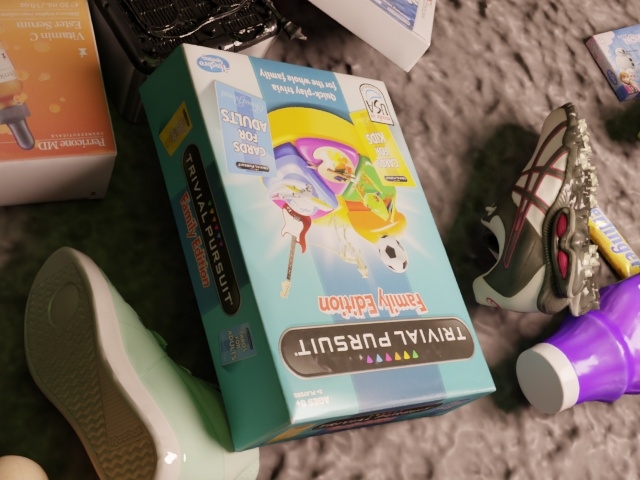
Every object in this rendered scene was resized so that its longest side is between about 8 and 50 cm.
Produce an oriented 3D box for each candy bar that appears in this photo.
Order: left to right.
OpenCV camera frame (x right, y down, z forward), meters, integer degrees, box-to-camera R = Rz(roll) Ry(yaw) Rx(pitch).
[{"bbox_3d":[0.313,-0.014,1.059,0.040,0.018,0.161,-28,79,-29],"label":"candy bar"}]

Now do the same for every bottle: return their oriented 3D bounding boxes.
[{"bbox_3d":[0.327,0.096,0.966,0.283,0.092,0.118,-20,82,-27],"label":"bottle"}]

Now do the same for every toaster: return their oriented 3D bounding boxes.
[{"bbox_3d":[-0.143,-0.219,0.932,0.168,0.110,0.185,-26,77,-28],"label":"toaster"}]

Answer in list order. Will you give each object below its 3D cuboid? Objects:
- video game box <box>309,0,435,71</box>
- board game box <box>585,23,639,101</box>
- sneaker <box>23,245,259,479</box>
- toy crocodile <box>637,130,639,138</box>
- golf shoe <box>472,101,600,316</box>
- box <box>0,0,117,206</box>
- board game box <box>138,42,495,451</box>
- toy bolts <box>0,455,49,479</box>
[{"bbox_3d":[0.033,-0.289,1.013,0.205,0.048,0.187,34,31,-13],"label":"video game box"},{"bbox_3d":[0.392,-0.225,1.188,0.090,0.020,0.090,-19,72,-27],"label":"board game box"},{"bbox_3d":[-0.149,0.117,0.799,0.151,0.094,0.256,22,27,-53],"label":"sneaker"},{"bbox_3d":[0.519,-0.162,1.153,0.341,0.115,0.105,-11,51,-27],"label":"toy crocodile"},{"bbox_3d":[0.226,-0.043,0.981,0.120,0.105,0.273,-6,44,24],"label":"golf shoe"},{"bbox_3d":[-0.266,-0.125,0.852,0.130,0.091,0.170,-7,68,-24],"label":"box"},{"bbox_3d":[0.000,0.000,0.851,0.254,0.079,0.336,0,64,-43],"label":"board game box"},{"bbox_3d":[-0.167,0.249,0.650,0.228,0.218,0.158,29,65,-18],"label":"toy bolts"}]
